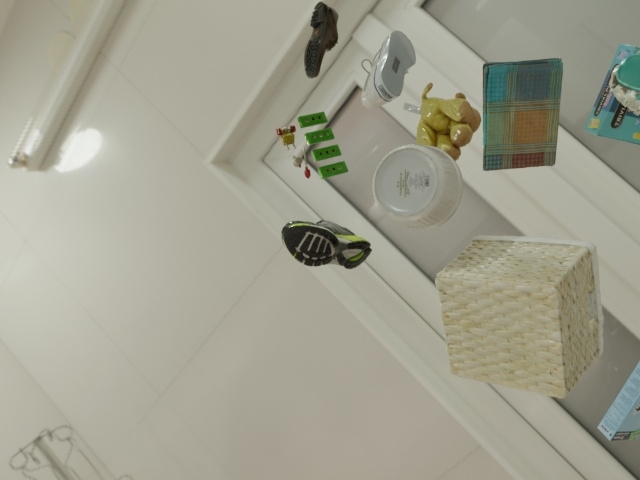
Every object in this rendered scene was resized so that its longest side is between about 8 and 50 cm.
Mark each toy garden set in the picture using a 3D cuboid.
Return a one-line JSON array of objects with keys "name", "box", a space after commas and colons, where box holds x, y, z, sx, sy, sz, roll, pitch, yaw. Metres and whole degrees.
[{"name": "toy garden set", "box": [-0.037, -0.329, 2.027, 0.203, 0.244, 0.049, -18, -8, -25]}]

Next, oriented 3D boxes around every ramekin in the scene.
[{"name": "ramekin", "box": [0.221, -0.130, 1.327, 0.207, 0.207, 0.109, -49, -26, 19]}]

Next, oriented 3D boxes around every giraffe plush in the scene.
[{"name": "giraffe plush", "box": [0.346, -0.313, 1.484, 0.170, 0.210, 0.181, -9, -43, -41]}]

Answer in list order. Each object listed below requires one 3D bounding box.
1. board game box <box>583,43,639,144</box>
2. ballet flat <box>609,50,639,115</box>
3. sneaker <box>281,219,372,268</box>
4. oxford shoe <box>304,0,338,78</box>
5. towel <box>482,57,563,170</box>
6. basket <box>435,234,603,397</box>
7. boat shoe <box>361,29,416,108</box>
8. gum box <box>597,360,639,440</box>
[{"name": "board game box", "box": [0.980, -0.403, 1.634, 0.079, 0.335, 0.254, -104, 26, -65]}, {"name": "ballet flat", "box": [0.726, -0.232, 1.013, 0.147, 0.409, 0.147, -22, -46, -25]}, {"name": "sneaker", "box": [0.000, 0.000, 1.456, 0.300, 0.121, 0.111, 17, -71, -49]}, {"name": "oxford shoe", "box": [0.012, -0.603, 1.724, 0.096, 0.082, 0.227, 12, -85, -35]}, {"name": "towel", "box": [0.694, -0.430, 1.939, 0.271, 0.370, 0.040, -5, 19, 0]}, {"name": "basket", "box": [0.508, 0.184, 1.429, 0.331, 0.329, 0.266, 3, 24, 40]}, {"name": "boat shoe", "box": [0.203, -0.540, 1.827, 0.156, 0.136, 0.367, -26, 33, 40]}, {"name": "gum box", "box": [0.682, 0.330, 1.161, 0.156, 0.041, 0.184, 7, -64, -25]}]
